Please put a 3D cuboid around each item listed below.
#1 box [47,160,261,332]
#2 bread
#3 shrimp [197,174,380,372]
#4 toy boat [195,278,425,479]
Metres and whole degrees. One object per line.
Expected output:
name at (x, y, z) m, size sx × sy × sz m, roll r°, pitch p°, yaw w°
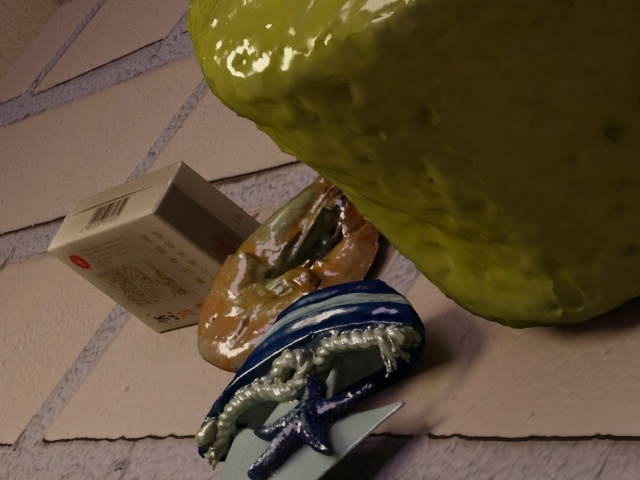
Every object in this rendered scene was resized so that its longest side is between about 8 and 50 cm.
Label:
box at (-0.131, 0.010, 1.686) m, size 0.201 × 0.141 × 0.058 m, roll -19°, pitch 39°, yaw 55°
bread at (0.120, -0.131, 1.209) m, size 0.348 × 0.308 × 0.348 m, roll -33°, pitch 22°, yaw 15°
shrimp at (0.001, 0.000, 1.564) m, size 0.145 × 0.061 × 0.267 m, roll 4°, pitch 46°, yaw 50°
toy boat at (-0.004, 0.135, 1.310) m, size 0.210 × 0.070 × 0.292 m, roll -46°, pitch 23°, yaw 15°
